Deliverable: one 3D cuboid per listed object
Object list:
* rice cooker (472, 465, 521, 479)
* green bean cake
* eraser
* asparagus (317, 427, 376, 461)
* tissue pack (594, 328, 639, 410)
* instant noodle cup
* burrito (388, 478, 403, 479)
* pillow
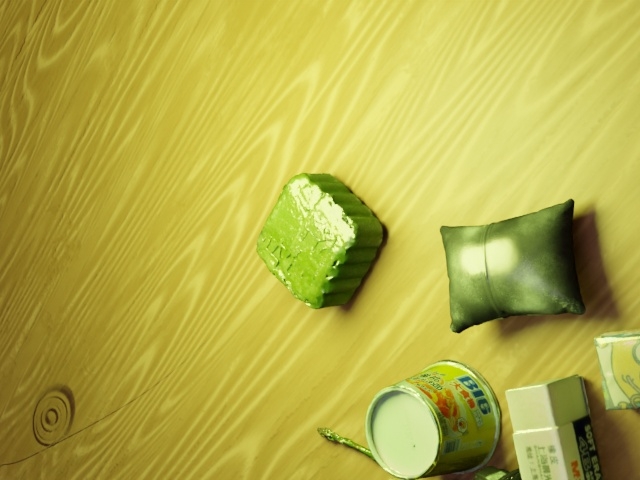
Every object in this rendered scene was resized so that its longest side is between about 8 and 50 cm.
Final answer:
[{"bbox_3d":[0.297,0.458,1.699,0.118,0.142,0.203,24,117,47],"label":"rice cooker"},{"bbox_3d":[0.000,0.000,1.947,0.200,0.113,0.214,45,121,26],"label":"green bean cake"},{"bbox_3d":[0.375,0.360,1.631,0.086,0.130,0.287,-16,82,40],"label":"eraser"},{"bbox_3d":[0.077,0.391,1.970,0.233,0.023,0.022,18,60,39],"label":"asparagus"},{"bbox_3d":[0.492,0.186,1.555,0.155,0.065,0.115,-13,86,42],"label":"tissue pack"},{"bbox_3d":[0.183,0.316,1.783,0.205,0.153,0.205,5,98,40],"label":"instant noodle cup"},{"bbox_3d":[0.187,0.450,1.859,0.171,0.042,0.051,-2,64,37],"label":"burrito"},{"bbox_3d":[0.304,0.044,1.685,0.250,0.106,0.186,-14,76,39],"label":"pillow"}]
